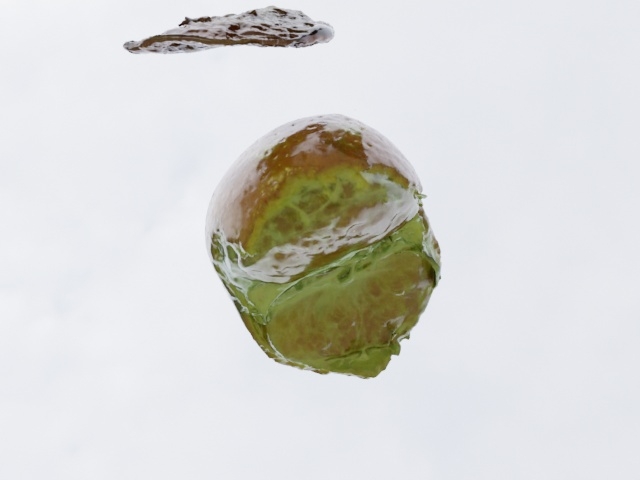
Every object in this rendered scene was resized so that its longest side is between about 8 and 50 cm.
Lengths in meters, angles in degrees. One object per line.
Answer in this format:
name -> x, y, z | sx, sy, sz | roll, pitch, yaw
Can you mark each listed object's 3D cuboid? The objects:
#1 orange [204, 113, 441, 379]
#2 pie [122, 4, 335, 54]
orange -> -0.002, -0.002, 0.715 | 0.179, 0.158, 0.237 | -29, -42, -3
pie -> -0.050, -0.164, 0.675 | 0.191, 0.088, 0.033 | -16, -63, -35
